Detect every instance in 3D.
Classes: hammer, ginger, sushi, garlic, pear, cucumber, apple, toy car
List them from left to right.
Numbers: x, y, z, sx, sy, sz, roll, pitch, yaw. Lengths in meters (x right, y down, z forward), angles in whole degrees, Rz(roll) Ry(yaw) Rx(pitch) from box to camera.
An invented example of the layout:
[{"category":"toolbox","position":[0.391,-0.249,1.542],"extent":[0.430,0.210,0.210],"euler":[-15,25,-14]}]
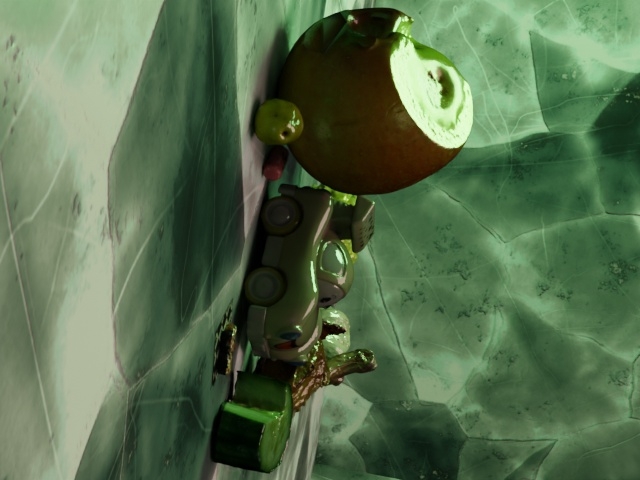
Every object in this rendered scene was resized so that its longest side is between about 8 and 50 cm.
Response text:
[{"category":"sushi","position":[-0.166,0.187,1.866],"extent":[0.126,0.026,0.120],"euler":[-70,167,-62]},{"category":"cucumber","position":[-0.139,0.368,2.001],"extent":[0.191,0.130,0.191],"euler":[7,90,-77]},{"category":"hammer","position":[-0.087,-0.152,2.006],"extent":[0.083,0.043,0.043],"euler":[-75,172,-46]},{"category":"pear","position":[-0.078,-0.214,1.814],"extent":[0.097,0.092,0.092],"euler":[40,-47,46]},{"category":"sushi","position":[-0.067,0.286,2.220],"extent":[0.179,0.166,0.296],"euler":[73,31,-48]},{"category":"garlic","position":[-0.045,0.237,2.504],"extent":[0.212,0.218,0.219],"euler":[33,62,-46]},{"category":"toy car","position":[-0.023,0.075,2.088],"extent":[0.242,0.226,0.336],"euler":[86,13,-66]},{"category":"ginger","position":[-0.009,0.296,2.398],"extent":[0.084,0.290,0.122],"euler":[-146,-123,-65]},{"category":"apple","position":[0.102,-0.285,2.006],"extent":[0.374,0.383,0.374],"euler":[159,-90,-82]}]

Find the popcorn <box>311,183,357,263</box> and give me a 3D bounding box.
[{"category":"popcorn","position":[0.000,0.000,2.506],"extent":[0.225,0.173,0.286],"euler":[9,101,-69]}]
